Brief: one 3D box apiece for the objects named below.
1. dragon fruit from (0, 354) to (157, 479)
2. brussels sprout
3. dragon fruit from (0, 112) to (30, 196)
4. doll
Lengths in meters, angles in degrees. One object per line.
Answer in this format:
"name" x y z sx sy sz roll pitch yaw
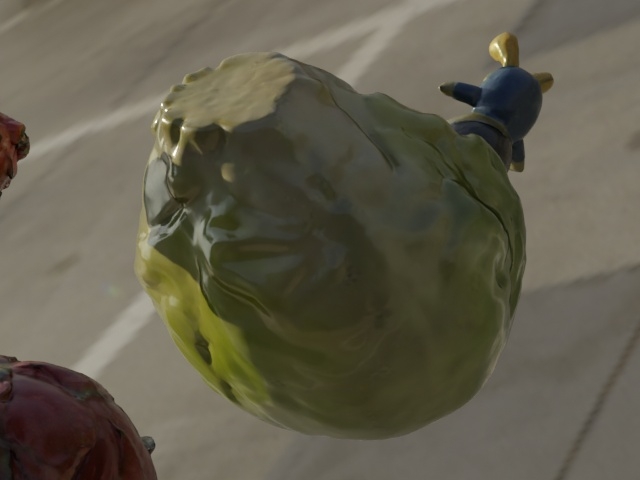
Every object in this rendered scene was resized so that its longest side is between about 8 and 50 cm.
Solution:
"dragon fruit" -0.241 0.226 1.417 0.244 0.244 0.299 -30 42 6
"brussels sprout" 0.010 0.009 1.243 0.274 0.316 0.242 33 65 21
"dragon fruit" -0.254 -0.046 1.211 0.116 0.081 0.086 -51 -18 -6
"doll" 0.128 -0.085 1.438 0.089 0.102 0.179 -26 23 50
